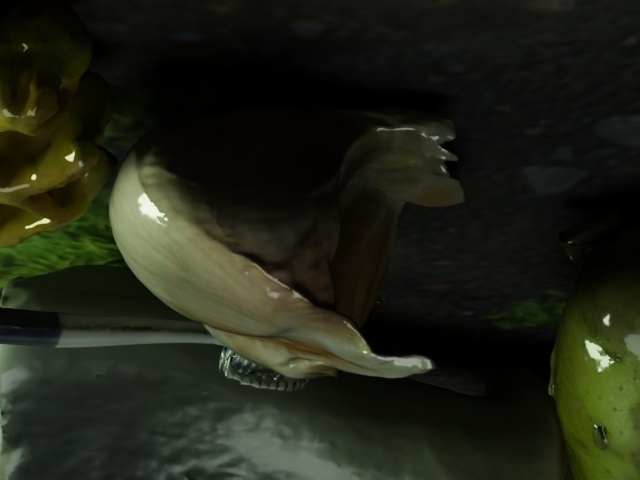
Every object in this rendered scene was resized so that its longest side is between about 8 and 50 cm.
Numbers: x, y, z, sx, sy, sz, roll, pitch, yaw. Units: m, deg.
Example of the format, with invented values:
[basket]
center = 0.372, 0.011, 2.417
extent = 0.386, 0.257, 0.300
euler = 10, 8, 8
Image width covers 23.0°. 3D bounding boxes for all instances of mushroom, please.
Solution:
[mushroom]
center = -0.013, 0.095, 0.771
extent = 0.328, 0.122, 0.159
euler = 10, 163, -21

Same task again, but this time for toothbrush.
[toothbrush]
center = -0.128, 0.035, 0.631
extent = 0.288, 0.026, 0.024
euler = 8, -161, -29

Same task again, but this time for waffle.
[waffle]
center = -0.164, -0.040, 0.548
extent = 0.210, 0.055, 0.160
euler = -13, 152, 28

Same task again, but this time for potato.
[potato]
center = 0.151, 0.070, 0.711
extent = 0.090, 0.117, 0.225
euler = -11, 147, 10

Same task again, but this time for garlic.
[garlic]
center = -0.011, 0.007, 0.600
extent = 0.124, 0.099, 0.174
euler = 4, 159, 10
